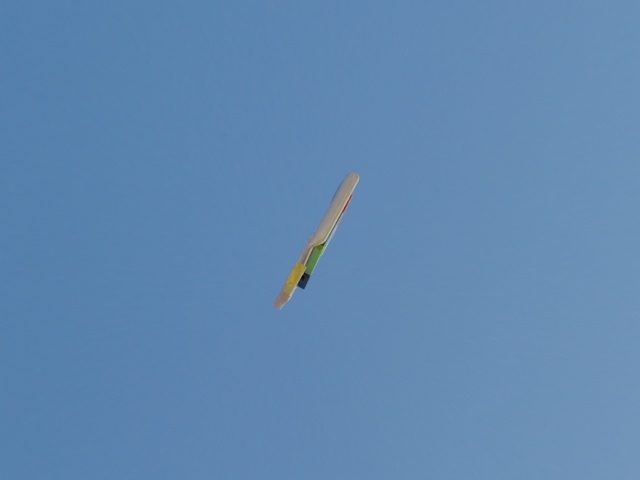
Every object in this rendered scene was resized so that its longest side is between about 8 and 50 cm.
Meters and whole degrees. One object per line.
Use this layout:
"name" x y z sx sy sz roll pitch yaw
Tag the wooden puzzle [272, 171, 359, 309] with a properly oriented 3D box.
"wooden puzzle" 0.000 0.000 1.156 0.014 0.078 0.116 30 -123 -2
